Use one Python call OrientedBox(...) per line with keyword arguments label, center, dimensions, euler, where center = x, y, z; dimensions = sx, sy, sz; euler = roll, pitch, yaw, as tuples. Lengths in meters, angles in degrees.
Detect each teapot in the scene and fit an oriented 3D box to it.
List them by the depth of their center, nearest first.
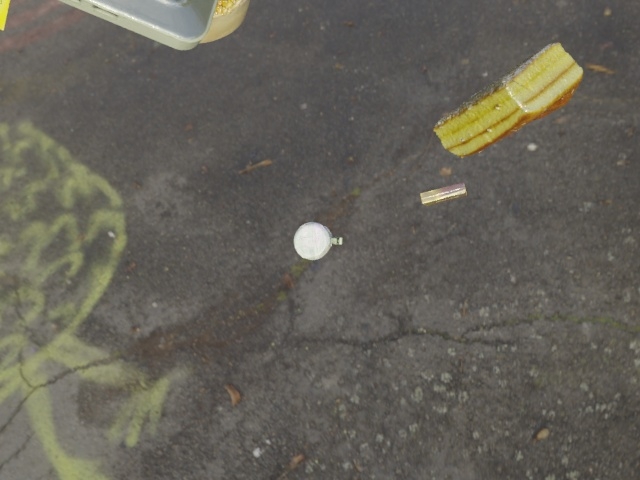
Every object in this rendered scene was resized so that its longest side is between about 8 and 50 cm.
OrientedBox(label="teapot", center=(0.000, 0.000, 1.168), dimensions=(0.083, 0.064, 0.064), euler=(1, 93, 13))

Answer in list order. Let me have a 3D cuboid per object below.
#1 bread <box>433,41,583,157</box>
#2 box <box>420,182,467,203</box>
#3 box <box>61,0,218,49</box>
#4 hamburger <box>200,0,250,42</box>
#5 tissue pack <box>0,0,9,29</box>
OrientedBox(label="bread", center=(0.356, -0.255, 1.300), dimensions=(0.184, 0.234, 0.110), euler=(-37, 95, -27))
OrientedBox(label="box", center=(0.257, -0.094, 1.413), dimensions=(0.090, 0.133, 0.023), euler=(-16, 86, 14))
OrientedBox(label="box", center=(-0.348, -0.584, 1.267), dimensions=(0.373, 0.090, 0.367), euler=(18, 77, -22))
OrientedBox(label="hamburger", center=(-0.285, -0.572, 1.483), dimensions=(0.302, 0.170, 0.302), euler=(4, 57, -6))
OrientedBox(label="tissue pack", center=(-0.593, -0.412, 1.133), dimensions=(0.176, 0.062, 0.095), euler=(16, 95, 28))
